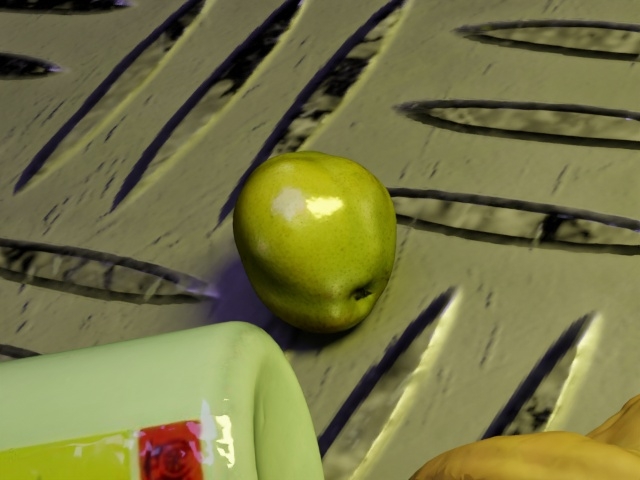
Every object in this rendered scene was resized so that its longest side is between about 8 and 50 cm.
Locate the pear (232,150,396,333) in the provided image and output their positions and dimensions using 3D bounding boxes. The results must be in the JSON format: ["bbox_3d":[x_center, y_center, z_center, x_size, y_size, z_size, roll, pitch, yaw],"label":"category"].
[{"bbox_3d":[0.000,0.000,0.842,0.092,0.092,0.097,-20,79,1],"label":"pear"}]

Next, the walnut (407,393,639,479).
[{"bbox_3d":[0.114,0.155,0.452,0.257,0.257,0.224,22,55,43],"label":"walnut"}]

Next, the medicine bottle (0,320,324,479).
[{"bbox_3d":[-0.117,0.119,0.701,0.225,0.139,0.139,-11,38,13],"label":"medicine bottle"}]
